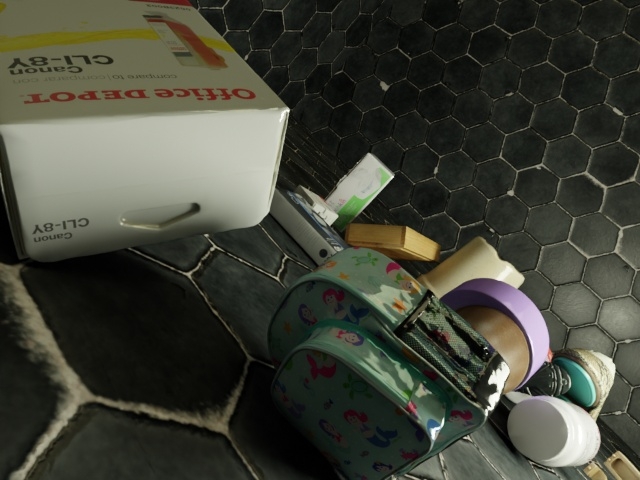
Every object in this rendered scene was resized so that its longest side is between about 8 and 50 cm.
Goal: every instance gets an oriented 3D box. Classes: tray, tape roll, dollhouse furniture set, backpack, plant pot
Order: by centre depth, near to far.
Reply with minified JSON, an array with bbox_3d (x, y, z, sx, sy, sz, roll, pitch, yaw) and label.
[{"bbox_3d":[0.053,0.144,0.575,0.253,0.225,0.191,47,44,15],"label":"backpack"},{"bbox_3d":[0.307,0.262,1.044,0.231,0.215,0.215,-3,46,-52],"label":"plant pot"},{"bbox_3d":[0.685,0.589,1.165,0.123,0.151,0.144,39,12,-16],"label":"dollhouse furniture set"},{"bbox_3d":[0.412,0.235,1.205,0.090,0.274,0.274,-23,61,-40],"label":"tape roll"},{"bbox_3d":[0.265,0.016,1.686,0.203,0.076,0.411,4,-8,29],"label":"tray"},{"bbox_3d":[0.537,0.161,1.734,0.334,0.305,0.334,40,14,-11],"label":"plant pot"}]

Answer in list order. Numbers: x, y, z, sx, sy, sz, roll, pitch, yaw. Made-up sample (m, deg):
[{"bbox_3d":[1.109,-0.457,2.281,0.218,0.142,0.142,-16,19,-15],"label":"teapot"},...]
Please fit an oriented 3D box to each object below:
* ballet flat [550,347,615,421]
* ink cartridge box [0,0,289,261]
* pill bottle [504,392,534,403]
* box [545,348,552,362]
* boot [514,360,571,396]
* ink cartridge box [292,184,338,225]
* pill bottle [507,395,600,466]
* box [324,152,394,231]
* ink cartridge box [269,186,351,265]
[{"bbox_3d":[0.753,0.421,1.391,0.164,0.182,0.482,46,-19,44],"label":"ballet flat"},{"bbox_3d":[-0.251,-0.179,0.595,0.280,0.160,0.384,-13,49,-31],"label":"ink cartridge box"},{"bbox_3d":[0.650,0.460,1.544,0.112,0.112,0.187,51,15,30],"label":"pill bottle"},{"bbox_3d":[0.726,0.404,1.743,0.300,0.142,0.154,47,4,-46],"label":"box"},{"bbox_3d":[0.565,0.374,1.362,0.207,0.247,0.094,9,73,-63],"label":"boot"},{"bbox_3d":[-0.022,-0.104,1.494,0.135,0.056,0.099,24,22,-54],"label":"ink cartridge box"},{"bbox_3d":[0.574,0.470,1.191,0.283,0.160,0.160,29,19,-46],"label":"pill bottle"},{"bbox_3d":[0.128,-0.177,1.711,0.127,0.262,0.231,43,12,0],"label":"box"},{"bbox_3d":[0.000,0.000,1.228,0.332,0.065,0.165,48,14,16],"label":"ink cartridge box"}]
